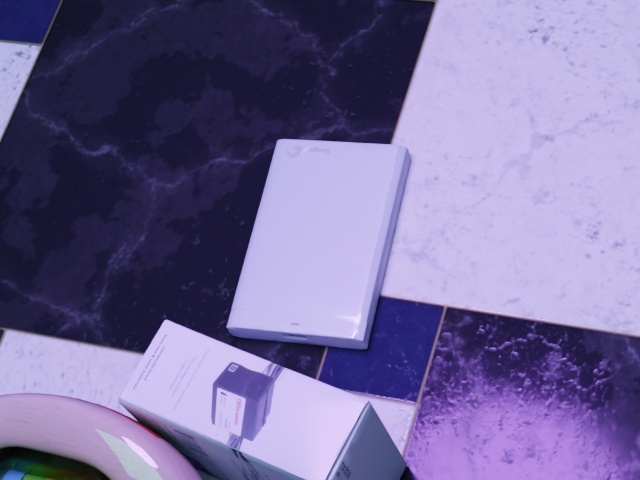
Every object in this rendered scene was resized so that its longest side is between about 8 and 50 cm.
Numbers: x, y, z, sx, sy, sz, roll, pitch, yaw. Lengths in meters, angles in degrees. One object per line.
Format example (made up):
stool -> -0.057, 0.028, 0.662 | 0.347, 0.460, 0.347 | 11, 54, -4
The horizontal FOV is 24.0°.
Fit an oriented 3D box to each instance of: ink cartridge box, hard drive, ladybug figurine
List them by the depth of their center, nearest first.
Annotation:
ink cartridge box -> -0.068, 0.244, 1.911 | 0.307, 0.223, 0.129 | 20, 69, 26
ladybug figurine -> -0.318, 0.339, 1.940 | 0.449, 0.162, 0.305 | 13, 104, 23
hard drive -> 0.000, 0.000, 2.137 | 0.203, 0.040, 0.308 | 4, 64, 20
